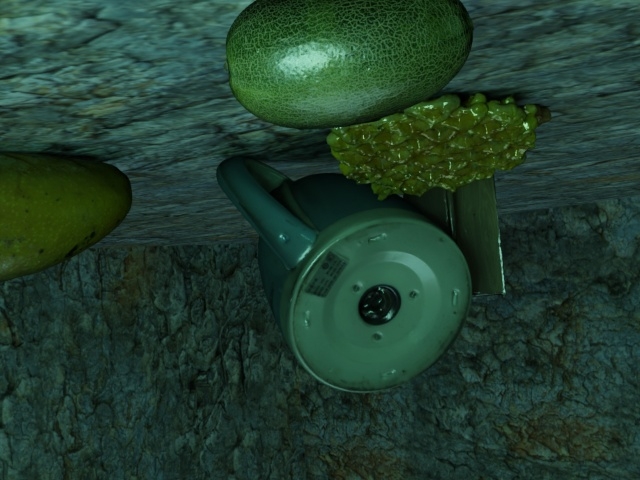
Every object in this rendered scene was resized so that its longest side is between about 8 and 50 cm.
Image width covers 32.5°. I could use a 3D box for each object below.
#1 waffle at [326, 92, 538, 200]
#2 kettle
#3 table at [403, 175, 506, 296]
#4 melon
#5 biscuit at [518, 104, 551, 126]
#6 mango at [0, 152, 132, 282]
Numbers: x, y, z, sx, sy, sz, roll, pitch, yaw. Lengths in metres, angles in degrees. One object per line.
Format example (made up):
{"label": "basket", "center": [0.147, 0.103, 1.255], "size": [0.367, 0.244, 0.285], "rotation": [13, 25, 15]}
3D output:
{"label": "waffle", "center": [0.129, -0.109, 1.255], "size": [0.238, 0.058, 0.243], "rotation": [-3, 164, 11]}
{"label": "kettle", "center": [0.000, 0.000, 1.491], "size": [0.319, 0.247, 0.342], "rotation": [37, -172, -30]}
{"label": "table", "center": [0.190, -0.026, 1.583], "size": [0.167, 0.226, 0.167], "rotation": [-5, 178, 0]}
{"label": "melon", "center": [0.018, -0.122, 0.705], "size": [0.162, 0.099, 0.099], "rotation": [-8, 177, 5]}
{"label": "biscuit", "center": [0.183, -0.138, 1.341], "size": [0.184, 0.027, 0.133], "rotation": [-4, 176, -2]}
{"label": "mango", "center": [-0.371, -0.029, 1.334], "size": [0.330, 0.175, 0.176], "rotation": [-3, -139, -36]}
